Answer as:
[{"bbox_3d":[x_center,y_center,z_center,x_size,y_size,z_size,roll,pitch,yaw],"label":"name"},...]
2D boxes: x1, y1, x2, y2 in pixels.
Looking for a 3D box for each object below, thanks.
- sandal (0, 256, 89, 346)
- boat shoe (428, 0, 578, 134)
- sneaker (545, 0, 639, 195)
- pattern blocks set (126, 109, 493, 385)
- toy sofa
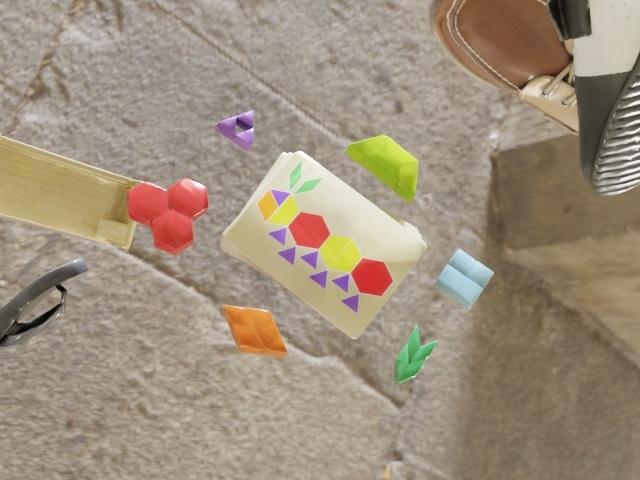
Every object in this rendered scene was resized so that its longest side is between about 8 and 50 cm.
[{"bbox_3d":[-0.390,0.108,1.337,0.054,0.254,0.097,51,12,-3],"label":"sandal"},{"bbox_3d":[0.246,-0.165,0.989,0.324,0.116,0.123,20,107,-31],"label":"boat shoe"},{"bbox_3d":[0.243,-0.198,0.814,0.122,0.146,0.330,-15,128,-28],"label":"sneaker"},{"bbox_3d":[0.000,0.000,1.043,0.325,0.026,0.285,44,63,10],"label":"pattern blocks set"},{"bbox_3d":[-0.551,-0.100,2.078,0.362,0.177,0.150,18,84,-40],"label":"toy sofa"}]
